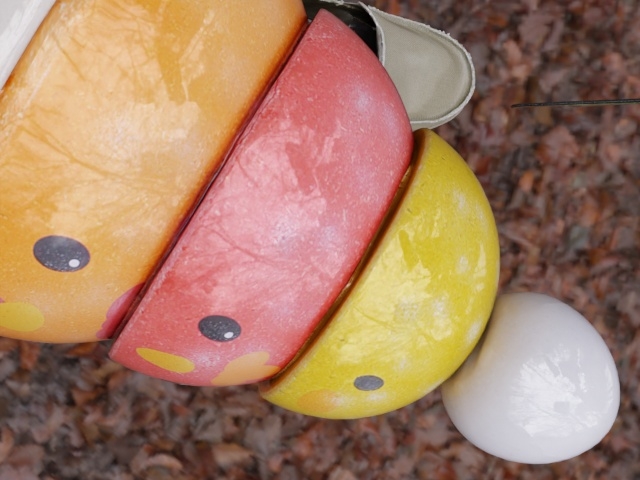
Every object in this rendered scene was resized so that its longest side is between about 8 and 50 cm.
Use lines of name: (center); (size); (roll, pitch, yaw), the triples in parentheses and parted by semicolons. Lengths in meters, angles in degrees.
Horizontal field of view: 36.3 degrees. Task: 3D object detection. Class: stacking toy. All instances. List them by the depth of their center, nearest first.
stacking toy: (0.000, 0.000, 0.645); (0.479, 0.350, 0.351); (30, 80, -6)

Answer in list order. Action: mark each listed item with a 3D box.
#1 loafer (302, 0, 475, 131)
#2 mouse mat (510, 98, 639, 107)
loafer: (0.035, -0.145, 0.819); (0.268, 0.092, 0.102); (2, 90, -34)
mouse mat: (0.268, -0.118, 0.833); (0.189, 0.152, 0.007); (-10, 100, -53)
